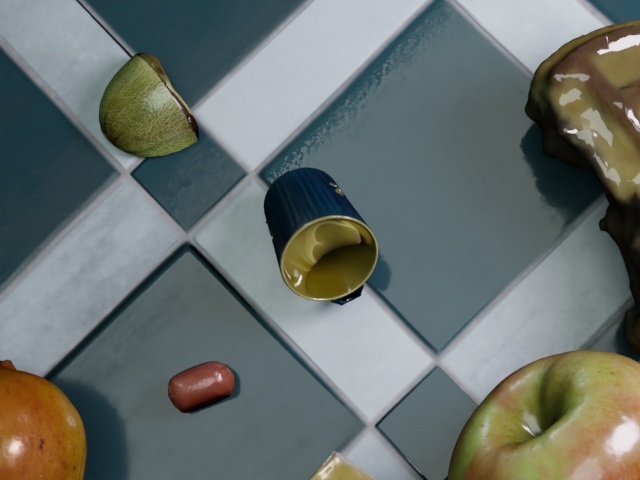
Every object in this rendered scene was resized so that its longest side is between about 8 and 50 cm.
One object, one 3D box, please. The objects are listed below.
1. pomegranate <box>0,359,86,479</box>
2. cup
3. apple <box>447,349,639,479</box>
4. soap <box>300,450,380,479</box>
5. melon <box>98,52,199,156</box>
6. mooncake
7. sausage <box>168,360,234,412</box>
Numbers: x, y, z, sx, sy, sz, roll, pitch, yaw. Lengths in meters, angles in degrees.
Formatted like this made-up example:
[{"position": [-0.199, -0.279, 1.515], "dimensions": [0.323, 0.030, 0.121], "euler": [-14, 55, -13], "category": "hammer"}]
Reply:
[{"position": [-0.436, 0.283, 1.769], "dimensions": [0.264, 0.264, 0.264], "euler": [-1, 80, 7], "category": "pomegranate"}, {"position": [0.000, 0.000, 1.805], "dimensions": [0.131, 0.176, 0.155], "euler": [-25, 37, 0], "category": "cup"}, {"position": [0.316, 0.304, 1.638], "dimensions": [0.319, 0.319, 0.277], "euler": [-41, 110, -1], "category": "apple"}, {"position": [0.063, 0.459, 1.571], "dimensions": [0.335, 0.156, 0.293], "euler": [33, 119, 14], "category": "soap"}, {"position": [-0.256, -0.185, 1.905], "dimensions": [0.128, 0.079, 0.160], "euler": [-39, 78, -2], "category": "melon"}, {"position": [0.427, -0.074, 1.725], "dimensions": [0.394, 0.246, 0.393], "euler": [26, 78, 7], "category": "mooncake"}, {"position": [-0.164, 0.198, 1.837], "dimensions": [0.094, 0.059, 0.054], "euler": [-22, 72, 5], "category": "sausage"}]
